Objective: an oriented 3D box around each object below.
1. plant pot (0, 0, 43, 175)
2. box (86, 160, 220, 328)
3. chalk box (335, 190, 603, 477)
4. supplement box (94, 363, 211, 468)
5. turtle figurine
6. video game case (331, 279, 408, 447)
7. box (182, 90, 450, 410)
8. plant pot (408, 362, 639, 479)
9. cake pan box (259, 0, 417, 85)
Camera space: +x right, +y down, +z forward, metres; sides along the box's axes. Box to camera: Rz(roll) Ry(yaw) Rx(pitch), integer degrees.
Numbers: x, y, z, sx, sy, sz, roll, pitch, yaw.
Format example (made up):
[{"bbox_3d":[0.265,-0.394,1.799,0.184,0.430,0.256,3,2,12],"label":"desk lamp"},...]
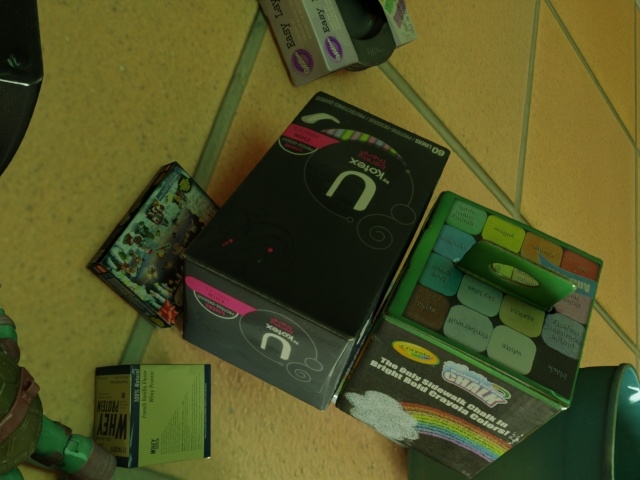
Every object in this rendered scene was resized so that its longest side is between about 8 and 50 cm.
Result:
[{"bbox_3d":[-0.278,-0.143,0.410,0.188,0.167,0.187,-1,80,-49],"label":"plant pot"},{"bbox_3d":[-0.148,0.003,0.625,0.094,0.027,0.137,50,48,-30],"label":"box"},{"bbox_3d":[0.153,0.085,0.659,0.180,0.288,0.179,27,53,6],"label":"chalk box"},{"bbox_3d":[-0.146,0.150,0.567,0.083,0.056,0.083,11,73,-47],"label":"supplement box"},{"bbox_3d":[-0.240,0.123,0.432,0.234,0.118,0.175,59,44,-28],"label":"turtle figurine"},{"bbox_3d":[0.075,0.139,0.846,0.212,0.023,0.193,41,52,-36],"label":"video game case"},{"bbox_3d":[0.000,0.000,0.655,0.165,0.143,0.270,25,51,8],"label":"box"},{"bbox_3d":[0.262,0.287,0.827,0.272,0.255,0.271,8,80,-56],"label":"plant pot"},{"bbox_3d":[0.010,-0.354,0.866,0.246,0.070,0.266,-33,106,-45],"label":"cake pan box"}]
